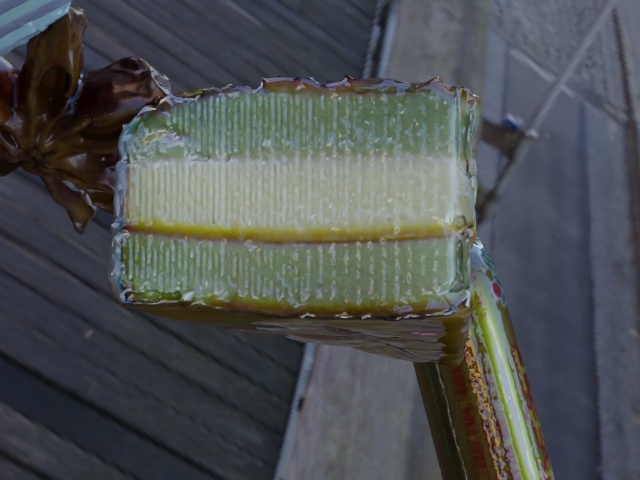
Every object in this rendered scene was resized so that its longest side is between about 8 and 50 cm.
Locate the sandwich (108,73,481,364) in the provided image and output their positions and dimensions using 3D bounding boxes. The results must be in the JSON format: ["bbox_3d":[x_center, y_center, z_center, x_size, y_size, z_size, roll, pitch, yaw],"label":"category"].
[{"bbox_3d":[0.000,0.000,0.447,0.114,0.163,0.079,2,80,7],"label":"sandwich"}]

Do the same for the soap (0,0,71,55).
[{"bbox_3d":[-0.190,-0.104,0.487,0.231,0.145,0.091,-33,95,-14],"label":"soap"}]

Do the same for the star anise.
[{"bbox_3d":[-0.182,-0.084,0.796,0.213,0.196,0.111,12,72,15],"label":"star anise"}]

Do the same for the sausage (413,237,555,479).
[{"bbox_3d":[0.112,0.149,0.767,0.082,0.082,0.371,-6,80,-47],"label":"sausage"}]
